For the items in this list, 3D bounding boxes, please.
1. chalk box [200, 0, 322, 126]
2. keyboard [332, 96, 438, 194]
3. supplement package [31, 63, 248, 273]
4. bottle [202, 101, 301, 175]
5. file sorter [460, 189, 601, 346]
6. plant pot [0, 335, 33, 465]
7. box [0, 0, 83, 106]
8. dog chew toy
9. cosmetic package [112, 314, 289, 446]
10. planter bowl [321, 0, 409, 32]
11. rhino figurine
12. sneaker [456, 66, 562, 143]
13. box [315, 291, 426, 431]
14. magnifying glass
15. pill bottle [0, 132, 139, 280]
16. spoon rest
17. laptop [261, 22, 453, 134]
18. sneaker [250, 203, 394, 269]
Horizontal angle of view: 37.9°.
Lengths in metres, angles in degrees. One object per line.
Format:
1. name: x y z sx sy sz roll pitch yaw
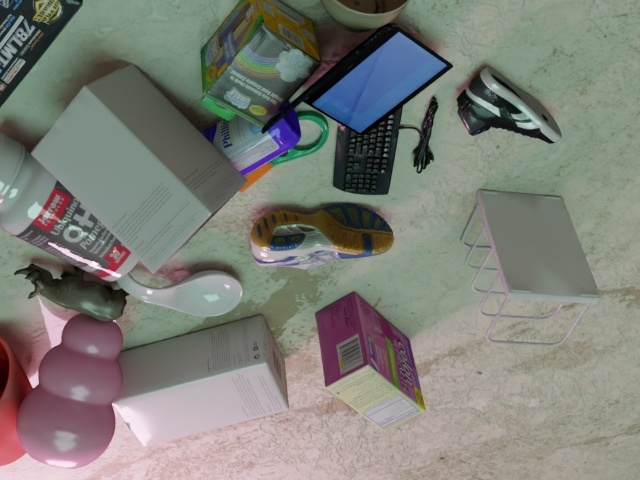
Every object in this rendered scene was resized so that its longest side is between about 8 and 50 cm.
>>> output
1. chalk box: -0.118 -0.296 1.584 0.132 0.132 0.213 27 125 -32
2. keyboard: 0.133 -0.210 1.779 0.201 0.033 0.317 -2 135 -7
3. supplement package: -0.307 -0.127 1.604 0.293 0.175 0.177 46 119 -5
4. bottle: -0.172 -0.164 1.712 0.283 0.118 0.092 -28 133 18
5. file sorter: 0.415 0.058 1.919 0.192 0.278 0.173 4 137 -13
6. plant pot: -0.749 0.365 2.052 0.275 0.275 0.243 -13 144 4
7. box: -0.579 -0.370 1.476 0.293 0.073 0.295 30 123 -33
8. dog chew toy: -0.517 0.308 1.984 0.206 0.206 0.332 18 86 -24
9. cosmetic package: -0.275 0.327 2.149 0.365 0.155 0.197 -13 134 5
10. planter bowl: 0.066 -0.404 1.505 0.162 0.162 0.109 0 160 -9
11. rhino figurine: -0.511 0.101 1.922 0.243 0.106 0.073 20 127 -26
12. sneaker: 0.346 -0.230 1.769 0.217 0.079 0.121 33 125 -24
13. box: 0.113 0.278 2.122 0.117 0.213 0.243 -30 131 20
14. magnifying glass: -0.080 -0.168 1.792 0.231 0.026 0.092 -38 129 23
15. pill bottle: -0.479 -0.065 1.717 0.318 0.176 0.176 31 122 -33
16. spoon rest: -0.299 0.103 1.977 0.276 0.084 0.137 13 131 -20
17. laptop: 0.066 -0.245 1.587 0.234 0.264 0.136 -36 98 34
18. sneaker: 0.000 0.000 1.930 0.296 0.112 0.131 2 151 -9
